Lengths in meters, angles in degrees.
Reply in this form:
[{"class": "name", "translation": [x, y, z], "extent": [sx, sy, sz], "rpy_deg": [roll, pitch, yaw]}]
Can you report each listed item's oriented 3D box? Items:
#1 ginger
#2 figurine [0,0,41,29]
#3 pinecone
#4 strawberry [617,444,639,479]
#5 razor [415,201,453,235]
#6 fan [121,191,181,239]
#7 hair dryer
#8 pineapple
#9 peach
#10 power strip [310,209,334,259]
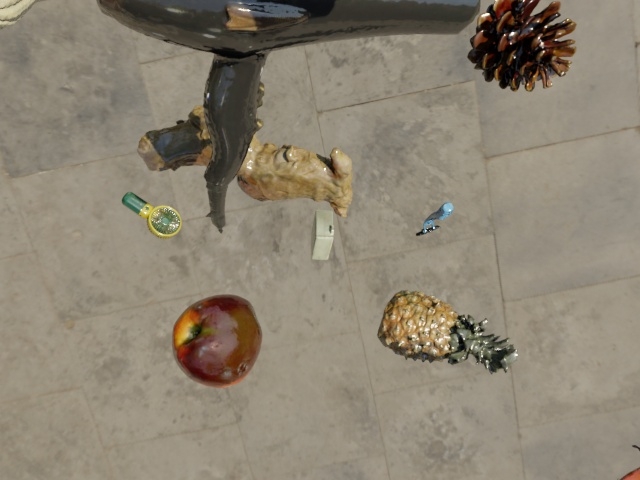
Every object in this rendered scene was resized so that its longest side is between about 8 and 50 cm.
[{"class": "ginger", "translation": [-0.096, -0.106, 0.688], "extent": [0.290, 0.122, 0.084], "rpy_deg": [15, 61, 9]}, {"class": "figurine", "translation": [-0.475, -0.427, 0.724], "extent": [0.204, 0.332, 0.185], "rpy_deg": [-35, 144, 6]}, {"class": "pinecone", "translation": [0.532, -0.503, 1.361], "extent": [0.264, 0.264, 0.264], "rpy_deg": [0, 105, -1]}, {"class": "strawberry", "translation": [0.320, 0.306, 0.332], "extent": [0.280, 0.253, 0.150], "rpy_deg": [12, 140, 28]}, {"class": "razor", "translation": [0.337, -0.064, 1.543], "extent": [0.082, 0.253, 0.042], "rpy_deg": [-21, 81, -6]}, {"class": "fan", "translation": [-0.418, -0.064, 1.305], "extent": [0.155, 0.082, 0.039], "rpy_deg": [37, 145, -15]}, {"class": "hair dryer", "translation": [-0.047, -0.129, 0.507], "extent": [0.303, 0.120, 0.359], "rpy_deg": [-3, 143, -21]}, {"class": "pineapple", "translation": [0.187, 0.143, 0.777], "extent": [0.197, 0.108, 0.108], "rpy_deg": [18, 105, 23]}, {"class": "peach", "translation": [-0.250, 0.246, 1.319], "extent": [0.199, 0.243, 0.244], "rpy_deg": [22, 107, 34]}, {"class": "power strip", "translation": [0.000, 0.000, 1.210], "extent": [0.042, 0.175, 0.075], "rpy_deg": [2, 60, -6]}]
